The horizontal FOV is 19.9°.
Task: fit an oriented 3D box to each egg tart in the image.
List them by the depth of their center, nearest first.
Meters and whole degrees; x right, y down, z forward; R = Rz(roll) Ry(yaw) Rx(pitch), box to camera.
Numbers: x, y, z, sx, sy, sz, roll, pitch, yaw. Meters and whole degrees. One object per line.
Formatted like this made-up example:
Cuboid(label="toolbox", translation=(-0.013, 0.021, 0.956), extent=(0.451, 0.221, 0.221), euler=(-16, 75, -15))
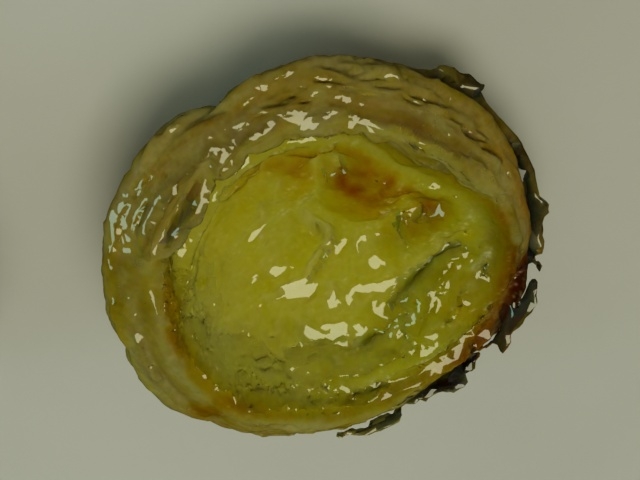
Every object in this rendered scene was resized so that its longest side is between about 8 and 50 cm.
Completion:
Cuboid(label="egg tart", translation=(0.000, 0.000, 1.099), extent=(0.279, 0.095, 0.279), euler=(-8, 126, -12))
